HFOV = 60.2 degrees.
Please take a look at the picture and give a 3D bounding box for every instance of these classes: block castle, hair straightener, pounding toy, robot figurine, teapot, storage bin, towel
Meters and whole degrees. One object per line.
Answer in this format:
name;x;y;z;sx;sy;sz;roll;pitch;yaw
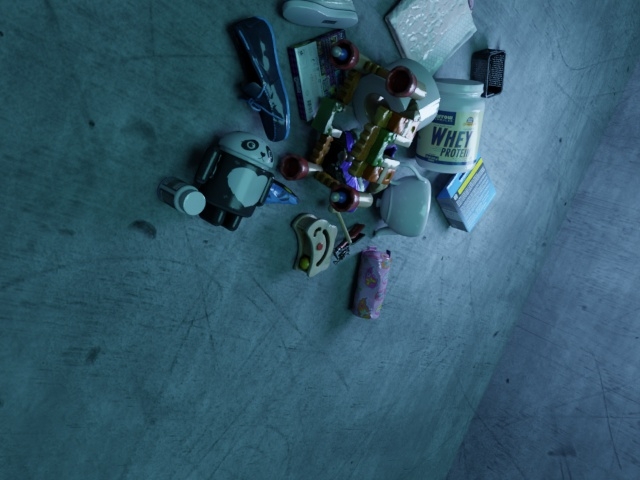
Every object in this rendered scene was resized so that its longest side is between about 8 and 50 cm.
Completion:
block castle;0.088;-0.332;1.655;0.213;0.303;0.453;-3;123;-58
hair straightener;0.106;0.027;2.040;0.230;0.047;0.089;-49;141;-48
pounding toy;0.000;0.000;1.892;0.154;0.155;0.269;-3;111;-48
robot figurine;-0.240;-0.170;1.564;0.209;0.174;0.278;-19;133;-86
teapot;0.306;-0.140;2.100;0.252;0.187;0.255;104;-6;-81
storage bin;0.690;-0.690;2.282;0.122;0.084;0.180;-26;126;-34
towel;0.404;-0.770;1.960;0.332;0.053;0.317;-46;134;-8

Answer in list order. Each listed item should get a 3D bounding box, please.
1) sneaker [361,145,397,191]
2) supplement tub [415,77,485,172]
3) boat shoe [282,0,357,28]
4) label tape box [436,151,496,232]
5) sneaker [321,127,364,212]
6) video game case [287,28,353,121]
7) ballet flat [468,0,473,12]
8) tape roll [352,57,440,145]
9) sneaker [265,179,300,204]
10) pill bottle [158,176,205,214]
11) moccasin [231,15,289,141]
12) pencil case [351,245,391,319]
sneaker;0.209;-0.265;2.005;0.095;0.105;0.236;11;103;-47
supplement tub;0.493;-0.439;2.101;0.235;0.235;0.324;-17;120;-38
boat shoe;-0.001;-0.687;1.617;0.268;0.096;0.088;-10;87;-34
label tape box;0.628;-0.229;2.424;0.240;0.106;0.333;-53;135;-12
sneaker;0.065;-0.232;1.896;0.146;0.102;0.293;-16;114;-34
video game case;0.007;-0.520;1.735;0.210;0.042;0.232;-32;129;-29
ballet flat;0.529;-0.932;2.023;0.079;0.077;0.221;-22;127;-31
tape roll;0.249;-0.463;1.849;0.169;0.246;0.246;-34;129;-27
sneaker;-0.153;-0.147;1.749;0.209;0.069;0.082;24;108;-48
pill bottle;-0.373;-0.118;1.490;0.078;0.137;0.078;-21;123;-36
moccasin;-0.180;-0.441;1.551;0.117;0.138;0.341;-24;110;-29
pencil case;0.201;0.171;2.198;0.124;0.124;0.284;-8;114;-41
